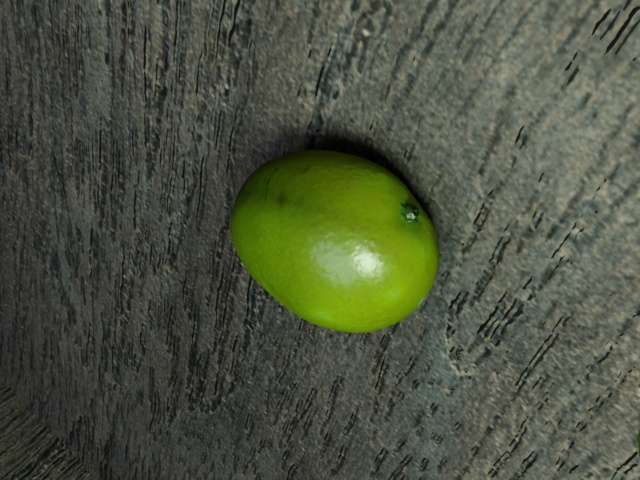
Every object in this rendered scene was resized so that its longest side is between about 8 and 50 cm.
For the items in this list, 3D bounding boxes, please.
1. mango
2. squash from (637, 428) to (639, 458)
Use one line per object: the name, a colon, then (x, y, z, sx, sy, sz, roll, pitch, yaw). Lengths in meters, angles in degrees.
mango: (0.000, -0.006, 0.978, 0.273, 0.149, 0.185, 23, 140, 42)
squash: (0.417, 0.214, 0.774, 0.234, 0.210, 0.309, 61, 174, -17)
